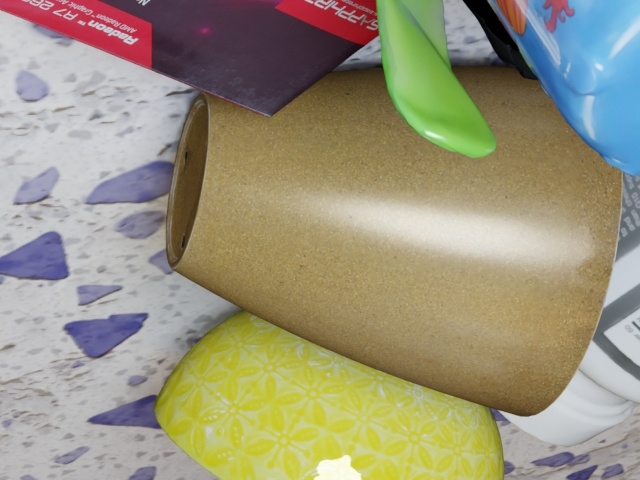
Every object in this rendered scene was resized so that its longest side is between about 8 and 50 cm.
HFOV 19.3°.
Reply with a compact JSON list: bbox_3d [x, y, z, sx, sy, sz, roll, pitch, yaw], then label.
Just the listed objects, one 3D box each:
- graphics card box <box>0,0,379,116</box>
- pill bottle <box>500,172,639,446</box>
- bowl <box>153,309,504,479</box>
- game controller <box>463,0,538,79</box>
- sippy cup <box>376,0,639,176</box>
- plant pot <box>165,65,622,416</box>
[{"bbox_3d":[0.014,-0.220,0.980,0.371,0.094,0.233,-35,146,28],"label":"graphics card box"},{"bbox_3d":[0.271,-0.008,1.363,0.210,0.210,0.363,12,142,-41],"label":"pill bottle"},{"bbox_3d":[0.031,0.116,1.471,0.289,0.289,0.156,15,102,-44],"label":"bowl"},{"bbox_3d":[0.231,-0.173,1.088,0.319,0.166,0.067,-14,137,-12],"label":"game controller"},{"bbox_3d":[0.155,-0.160,0.830,0.240,0.224,0.305,-12,149,-11],"label":"sippy cup"},{"bbox_3d":[0.035,-0.018,1.241,0.254,0.237,0.237,9,145,-16],"label":"plant pot"}]
